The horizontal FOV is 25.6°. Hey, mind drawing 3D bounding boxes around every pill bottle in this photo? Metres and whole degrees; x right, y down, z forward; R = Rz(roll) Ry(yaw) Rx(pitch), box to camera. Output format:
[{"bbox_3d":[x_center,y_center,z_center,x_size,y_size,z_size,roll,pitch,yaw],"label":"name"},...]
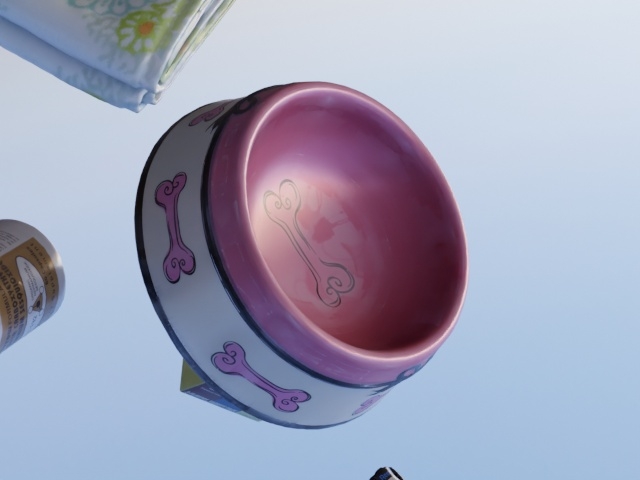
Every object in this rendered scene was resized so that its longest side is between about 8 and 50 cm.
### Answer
[{"bbox_3d":[-0.385,0.071,1.511,0.131,0.131,0.229,-9,-165,26],"label":"pill bottle"}]

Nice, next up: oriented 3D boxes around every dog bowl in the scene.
[{"bbox_3d":[0.000,0.000,1.598,0.408,0.408,0.150,-30,-178,-44],"label":"dog bowl"}]

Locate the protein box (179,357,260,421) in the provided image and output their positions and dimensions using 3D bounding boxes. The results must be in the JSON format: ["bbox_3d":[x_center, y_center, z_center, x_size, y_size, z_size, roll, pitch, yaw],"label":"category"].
[{"bbox_3d":[-0.051,0.093,1.738,0.136,0.199,0.201,27,144,-37],"label":"protein box"}]

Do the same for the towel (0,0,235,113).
[{"bbox_3d":[-0.223,-0.310,1.254,0.320,0.375,0.090,-58,173,-32],"label":"towel"}]

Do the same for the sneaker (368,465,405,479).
[{"bbox_3d":[0.092,0.230,1.117,0.217,0.121,0.079,-23,-176,31],"label":"sneaker"}]
